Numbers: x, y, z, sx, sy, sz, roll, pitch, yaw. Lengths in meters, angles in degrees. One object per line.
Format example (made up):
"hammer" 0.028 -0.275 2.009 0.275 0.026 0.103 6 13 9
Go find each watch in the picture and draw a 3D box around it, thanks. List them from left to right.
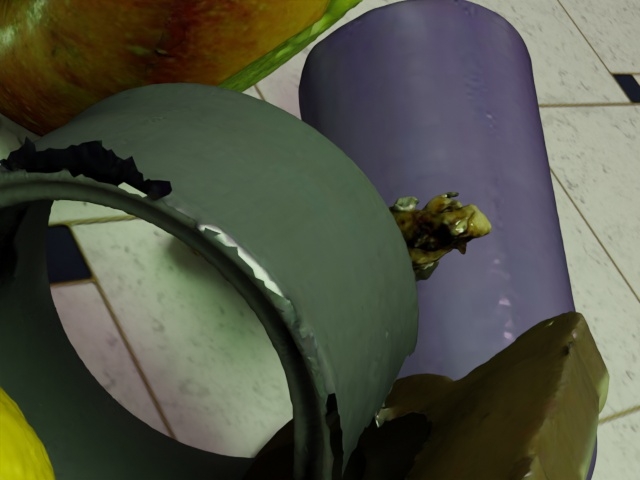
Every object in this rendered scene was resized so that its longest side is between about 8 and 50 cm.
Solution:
"watch" -0.059 0.066 0.715 0.327 0.335 0.314 52 33 -8

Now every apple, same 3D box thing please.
"apple" -0.120 -0.248 0.927 0.374 0.384 0.374 -12 106 -51

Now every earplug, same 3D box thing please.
"earplug" 0.104 0.031 1.014 0.215 0.215 0.456 18 47 -29

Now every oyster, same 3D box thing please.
"oyster" 0.002 0.000 0.883 0.128 0.345 0.079 12 84 -30

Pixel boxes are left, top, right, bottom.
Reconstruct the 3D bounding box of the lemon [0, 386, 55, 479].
"lemon" -0.250 0.142 0.544 0.284 0.260 0.261 41 31 -41
